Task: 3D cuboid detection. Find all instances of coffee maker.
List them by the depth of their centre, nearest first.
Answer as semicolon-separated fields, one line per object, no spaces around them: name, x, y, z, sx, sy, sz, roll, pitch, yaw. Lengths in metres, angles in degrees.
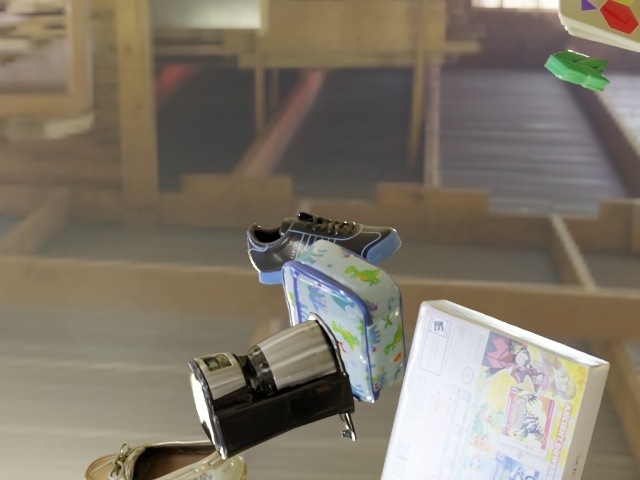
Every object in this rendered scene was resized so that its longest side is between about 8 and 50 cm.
coffee maker;-0.056;0.196;1.742;0.178;0.171;0.120;-21;-178;-13

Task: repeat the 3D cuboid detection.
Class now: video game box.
video game box;0.156;0.178;1.326;0.187;0.205;0.048;22;-164;38

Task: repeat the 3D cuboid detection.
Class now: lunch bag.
lunch bag;0.031;0.115;2.031;0.176;0.219;0.090;30;-127;34

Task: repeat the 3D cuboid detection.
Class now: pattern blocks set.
pattern blocks set;0.294;-0.260;1.428;0.285;0.026;0.324;23;-128;-9

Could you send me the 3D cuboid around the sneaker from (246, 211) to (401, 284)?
sneaker;0.000;0.000;2.120;0.232;0.090;0.081;-12;-157;17

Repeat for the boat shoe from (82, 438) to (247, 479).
boat shoe;-0.255;0.351;2.237;0.285;0.089;0.104;-10;-137;21
